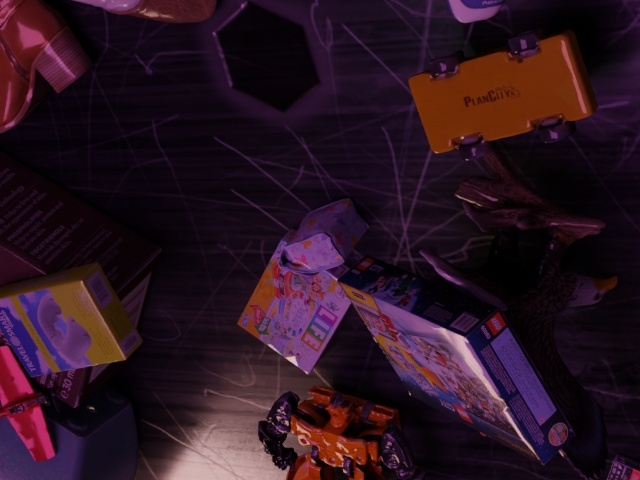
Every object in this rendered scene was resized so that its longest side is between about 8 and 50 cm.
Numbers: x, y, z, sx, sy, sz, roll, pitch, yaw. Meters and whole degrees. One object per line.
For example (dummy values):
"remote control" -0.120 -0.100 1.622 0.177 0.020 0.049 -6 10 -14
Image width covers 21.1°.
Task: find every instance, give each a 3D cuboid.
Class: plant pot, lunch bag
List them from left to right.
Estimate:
"plant pot" -0.373 0.285 2.174 0.247 0.247 0.252 31 113 10
"lunch bag" 0.000 0.000 1.839 0.083 0.071 0.053 -18 115 37

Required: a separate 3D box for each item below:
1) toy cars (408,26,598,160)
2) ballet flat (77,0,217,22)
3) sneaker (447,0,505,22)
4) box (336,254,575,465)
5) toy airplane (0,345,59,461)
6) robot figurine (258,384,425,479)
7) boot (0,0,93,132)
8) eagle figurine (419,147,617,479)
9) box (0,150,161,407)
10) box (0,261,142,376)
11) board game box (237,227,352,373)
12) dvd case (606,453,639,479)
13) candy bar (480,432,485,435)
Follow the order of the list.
"toy cars" 0.215 -0.219 1.536 0.176 0.087 0.394 39 131 19
"ballet flat" -0.263 -0.319 1.741 0.342 0.124 0.116 42 134 -1
"sneaker" 0.058 -0.302 1.511 0.296 0.112 0.131 44 135 29
"box" 0.123 0.107 1.608 0.159 0.044 0.233 57 163 -27
"toy airplane" -0.379 0.202 2.038 0.151 0.028 0.151 3 105 13
"robot figurine" 0.031 0.289 2.019 0.211 0.085 0.291 16 129 23
"boot" -0.360 -0.212 1.921 0.197 0.073 0.152 -32 103 31
"eagle figurine" 0.198 0.083 1.694 0.225 0.226 0.298 8 122 2
"box" -0.395 0.011 2.057 0.381 0.143 0.191 31 133 13
"box" -0.296 0.092 1.931 0.178 0.042 0.109 -13 113 37
"board game box" -0.023 0.070 1.935 0.103 0.026 0.154 34 133 7
"dvd case" 0.363 0.288 1.853 0.119 0.013 0.087 24 132 18
"candy bar" 0.156 0.148 1.882 0.040 0.018 0.161 -20 109 37
